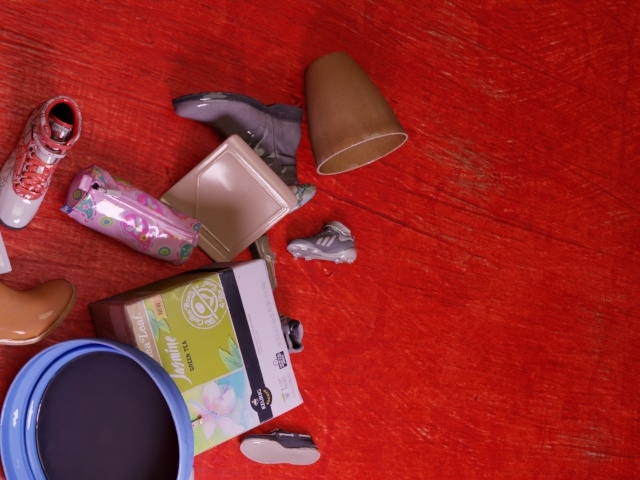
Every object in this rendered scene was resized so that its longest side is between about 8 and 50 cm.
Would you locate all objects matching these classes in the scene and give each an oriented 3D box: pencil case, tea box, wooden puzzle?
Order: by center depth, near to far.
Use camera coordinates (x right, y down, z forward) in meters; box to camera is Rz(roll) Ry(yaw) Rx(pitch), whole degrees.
[{"bbox_3d":[-0.388,-0.050,1.639,0.284,0.124,0.124,31,68,-31],"label":"pencil case"},{"bbox_3d":[-0.257,0.237,1.640,0.324,0.220,0.328,-20,98,-34],"label":"tea box"},{"bbox_3d":[-0.206,-0.089,1.767,0.239,0.044,0.221,-41,114,7],"label":"wooden puzzle"}]

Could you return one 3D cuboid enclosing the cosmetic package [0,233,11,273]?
[{"bbox_3d":[-0.695,0.036,1.430,0.231,0.085,0.117,-18,97,-34],"label":"cosmetic package"}]

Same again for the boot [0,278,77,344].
[{"bbox_3d":[-0.590,0.094,1.416,0.283,0.109,0.220,-31,132,-25],"label":"boot"}]

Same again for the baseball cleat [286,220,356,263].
[{"bbox_3d":[0.000,0.000,1.957,0.206,0.072,0.109,14,64,-39],"label":"baseball cleat"}]

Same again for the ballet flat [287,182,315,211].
[{"bbox_3d":[-0.100,-0.086,1.825,0.188,0.070,0.070,-34,110,9],"label":"ballet flat"}]

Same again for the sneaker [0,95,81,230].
[{"bbox_3d":[-0.543,-0.154,1.519,0.090,0.145,0.270,26,71,-32],"label":"sneaker"}]

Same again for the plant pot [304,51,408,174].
[{"bbox_3d":[0.061,-0.325,1.944,0.237,0.237,0.254,-14,80,-36],"label":"plant pot"}]

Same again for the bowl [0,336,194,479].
[{"bbox_3d":[-0.406,0.369,1.446,0.077,0.391,0.390,0,84,-70],"label":"bowl"}]

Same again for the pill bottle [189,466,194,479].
[{"bbox_3d":[-0.330,0.632,1.558,0.204,0.204,0.360,1,85,-36],"label":"pill bottle"}]

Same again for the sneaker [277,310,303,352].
[{"bbox_3d":[-0.108,0.168,1.810,0.086,0.132,0.228,-47,112,-30],"label":"sneaker"}]

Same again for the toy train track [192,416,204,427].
[{"bbox_3d":[-0.254,0.360,1.491,0.083,0.014,0.048,-29,104,-32],"label":"toy train track"}]

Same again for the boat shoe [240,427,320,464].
[{"bbox_3d":[-0.099,0.475,1.845,0.206,0.075,0.065,17,33,-28],"label":"boat shoe"}]

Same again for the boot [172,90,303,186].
[{"bbox_3d":[-0.179,-0.213,1.815,0.338,0.118,0.222,4,88,-31],"label":"boot"}]

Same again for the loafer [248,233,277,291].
[{"bbox_3d":[-0.127,0.049,1.856,0.050,0.056,0.147,-19,96,-30],"label":"loafer"}]
